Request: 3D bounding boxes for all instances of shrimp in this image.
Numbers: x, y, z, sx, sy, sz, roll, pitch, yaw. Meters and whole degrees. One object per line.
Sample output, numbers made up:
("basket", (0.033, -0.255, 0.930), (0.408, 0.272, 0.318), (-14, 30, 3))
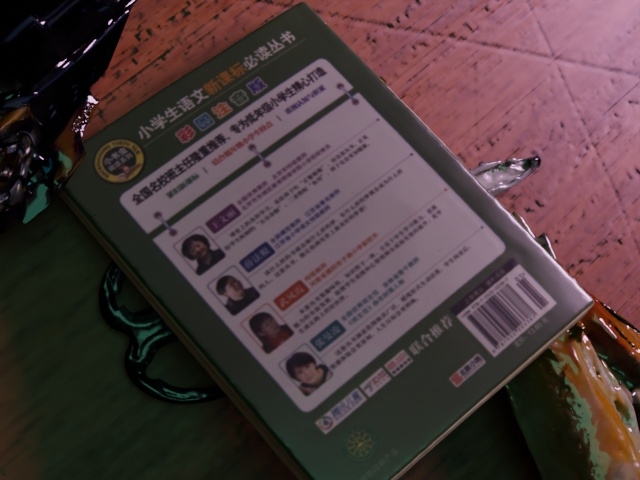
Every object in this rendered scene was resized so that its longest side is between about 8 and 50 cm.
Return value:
("shrimp", (0.183, 0.101, 0.729), (0.154, 0.062, 0.294), (-30, 91, -32))

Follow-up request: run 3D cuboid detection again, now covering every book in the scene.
("book", (0.000, 0.000, 0.675), (0.202, 0.027, 0.264), (-37, 75, -21))

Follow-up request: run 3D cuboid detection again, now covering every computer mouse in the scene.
("computer mouse", (-0.191, -0.091, 0.633), (0.147, 0.077, 0.241), (28, 69, 3))

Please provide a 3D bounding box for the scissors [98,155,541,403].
("scissors", (0.014, 0.004, 0.713), (0.300, 0.022, 0.109), (-23, 83, -17))
